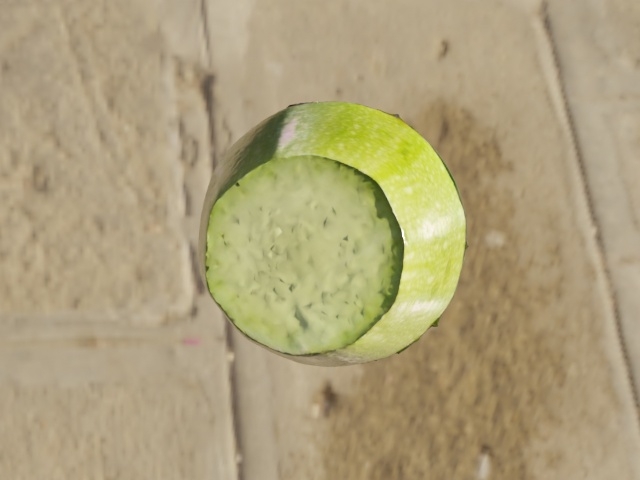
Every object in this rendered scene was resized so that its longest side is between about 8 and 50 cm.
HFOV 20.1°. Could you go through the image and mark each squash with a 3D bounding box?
[{"bbox_3d":[0.000,0.000,1.077,0.170,0.123,0.170,1,94,10],"label":"squash"}]
